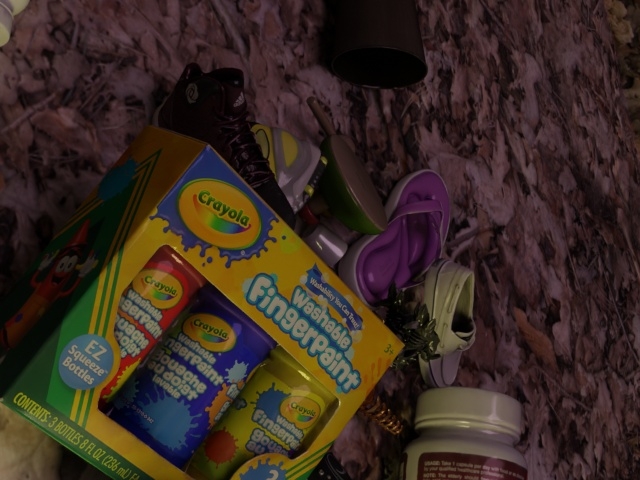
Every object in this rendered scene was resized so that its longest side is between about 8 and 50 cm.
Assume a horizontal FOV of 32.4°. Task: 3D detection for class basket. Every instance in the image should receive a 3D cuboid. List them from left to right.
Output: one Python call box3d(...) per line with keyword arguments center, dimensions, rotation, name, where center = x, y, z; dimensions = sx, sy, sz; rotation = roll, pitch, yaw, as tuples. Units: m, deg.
box3d(center=(0.100, -0.415, 2.001), dimensions=(0.204, 0.154, 0.227), rotation=(14, 67, -48), name="basket")

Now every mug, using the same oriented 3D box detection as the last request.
box3d(center=(-0.001, 0.003, 1.846), dimensions=(0.062, 0.078, 0.064), rotation=(-48, 115, -9), name="mug")

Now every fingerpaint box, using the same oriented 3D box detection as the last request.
box3d(center=(-0.153, 0.141, 1.393), dimensions=(0.371, 0.163, 0.445), rotation=(-52, 127, -12), name="fingerpaint box")

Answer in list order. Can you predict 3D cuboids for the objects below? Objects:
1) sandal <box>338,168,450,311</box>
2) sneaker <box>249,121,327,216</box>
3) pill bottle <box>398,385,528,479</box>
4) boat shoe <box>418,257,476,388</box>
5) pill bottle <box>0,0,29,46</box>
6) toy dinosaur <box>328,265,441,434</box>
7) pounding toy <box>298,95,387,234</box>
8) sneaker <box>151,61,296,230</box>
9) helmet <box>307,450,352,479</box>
box3d(center=(0.172, 0.004, 2.022), dimensions=(0.416, 0.102, 0.169), rotation=(-50, 120, -46), name="sandal")
box3d(center=(-0.126, -0.015, 1.640), dimensions=(0.147, 0.145, 0.385), rotation=(31, 53, -7), name="sneaker")
box3d(center=(0.242, 0.467, 1.899), dimensions=(0.224, 0.224, 0.392), rotation=(32, 58, -44), name="pill bottle")
box3d(center=(0.245, 0.164, 2.032), dimensions=(0.096, 0.088, 0.268), rotation=(-21, 120, -47), name="boat shoe")
box3d(center=(-0.405, -0.350, 1.340), dimensions=(0.121, 0.121, 0.216), rotation=(28, 61, -46), name="pill bottle")
box3d(center=(0.069, 0.177, 1.825), dimensions=(0.218, 0.164, 0.322), rotation=(-28, 135, -12), name="toy dinosaur")
box3d(center=(0.012, -0.093, 1.837), dimensions=(0.183, 0.110, 0.237), rotation=(40, 25, -54), name="pounding toy")
box3d(center=(-0.120, -0.138, 1.527), dimensions=(0.281, 0.162, 0.106), rotation=(45, 40, 17), name="sneaker")
box3d(center=(-0.017, 0.406, 1.628), dimensions=(0.169, 0.169, 0.162), rotation=(4, 61, -52), name="helmet")
